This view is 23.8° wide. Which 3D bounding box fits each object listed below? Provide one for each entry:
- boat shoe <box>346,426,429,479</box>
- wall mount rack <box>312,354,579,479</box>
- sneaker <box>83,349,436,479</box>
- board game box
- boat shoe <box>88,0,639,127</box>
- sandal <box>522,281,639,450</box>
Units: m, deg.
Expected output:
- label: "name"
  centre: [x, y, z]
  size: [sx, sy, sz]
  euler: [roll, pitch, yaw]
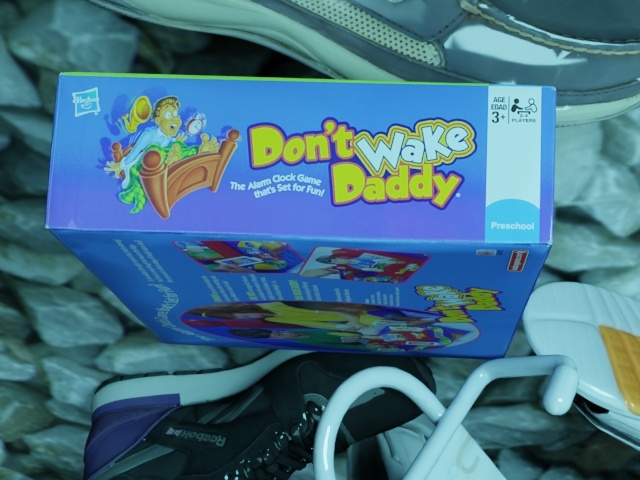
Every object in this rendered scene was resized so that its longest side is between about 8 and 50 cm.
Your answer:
- label: "boat shoe"
  centre: [0.045, 0.223, 1.095]
  size: [0.084, 0.258, 0.095]
  euler: [27, 113, -10]
- label: "wall mount rack"
  centre: [0.115, 0.249, 0.933]
  size: [0.130, 0.304, 0.350]
  euler: [-8, 128, 50]
- label: "sneaker"
  centre: [-0.047, 0.160, 1.127]
  size: [0.283, 0.124, 0.107]
  euler: [-15, 135, 21]
- label: "board game box"
  centre: [0.000, 0.000, 0.859]
  size: [0.233, 0.078, 0.347]
  euler: [2, 167, 3]
- label: "boat shoe"
  centre: [0.031, -0.156, 0.757]
  size: [0.355, 0.132, 0.130]
  euler: [12, 139, -8]
- label: "sandal"
  centre: [0.246, 0.113, 1.059]
  size: [0.265, 0.102, 0.076]
  euler: [19, 134, -17]
